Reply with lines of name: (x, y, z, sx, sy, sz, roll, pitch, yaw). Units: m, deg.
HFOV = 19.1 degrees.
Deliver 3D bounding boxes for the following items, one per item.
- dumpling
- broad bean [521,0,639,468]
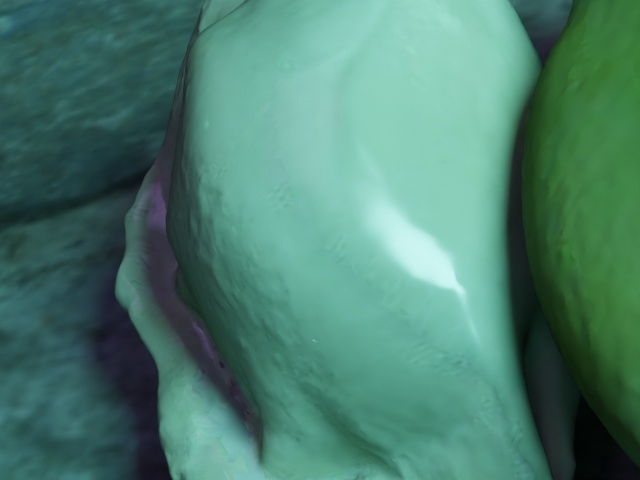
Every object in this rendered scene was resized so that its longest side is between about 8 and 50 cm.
dumpling: (0.000, 0.000, 0.551, 0.151, 0.124, 0.229, -24, 58, 28)
broad bean: (0.145, -0.022, 0.488, 0.189, 0.121, 0.263, -1, 55, 1)
